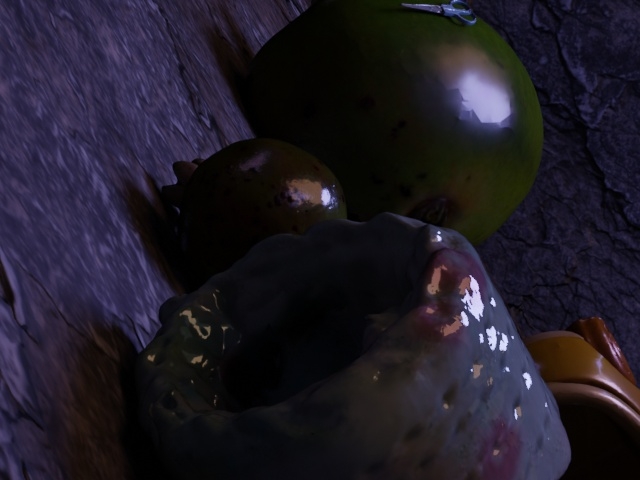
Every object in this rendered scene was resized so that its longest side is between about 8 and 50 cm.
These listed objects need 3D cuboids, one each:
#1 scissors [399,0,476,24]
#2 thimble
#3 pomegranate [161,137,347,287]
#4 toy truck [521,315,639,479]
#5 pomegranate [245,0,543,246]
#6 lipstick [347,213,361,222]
[{"bbox_3d":[0.110,-0.219,1.805,0.083,0.006,0.036,2,43,-31],"label":"scissors"},{"bbox_3d":[0.010,0.086,0.947,0.211,0.185,0.149,10,-42,53],"label":"thimble"},{"bbox_3d":[-0.049,-0.017,1.220,0.142,0.114,0.114,32,-16,46],"label":"pomegranate"},{"bbox_3d":[0.217,0.207,1.689,0.288,0.204,0.211,57,11,-23],"label":"toy truck"},{"bbox_3d":[0.088,-0.160,1.911,0.310,0.216,0.358,28,37,-36],"label":"pomegranate"},{"bbox_3d":[0.070,-0.020,2.032,0.299,0.081,0.081,64,9,30],"label":"lipstick"}]
